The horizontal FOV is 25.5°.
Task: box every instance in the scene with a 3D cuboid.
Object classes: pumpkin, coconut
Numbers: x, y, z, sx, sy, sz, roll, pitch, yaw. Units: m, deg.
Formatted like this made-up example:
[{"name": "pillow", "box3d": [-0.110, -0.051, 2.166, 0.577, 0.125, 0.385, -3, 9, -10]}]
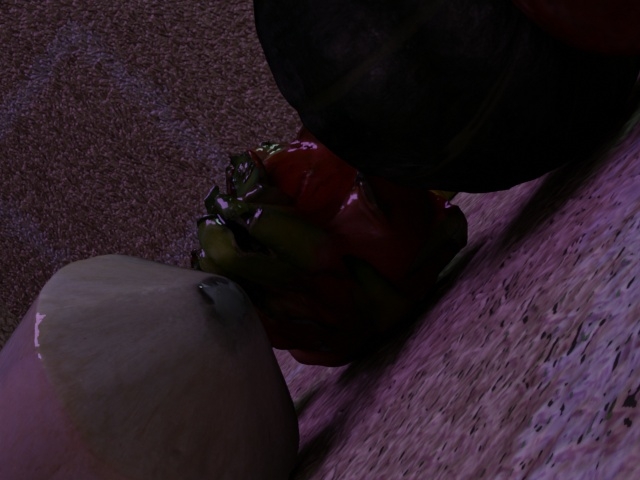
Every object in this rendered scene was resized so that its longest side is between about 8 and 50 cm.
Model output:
[{"name": "pumpkin", "box3d": [0.083, -0.177, 0.976, 0.300, 0.300, 0.207, -47, 12, -34]}, {"name": "coconut", "box3d": [-0.115, 0.110, 0.916, 0.222, 0.202, 0.202, -49, 0, 33]}]

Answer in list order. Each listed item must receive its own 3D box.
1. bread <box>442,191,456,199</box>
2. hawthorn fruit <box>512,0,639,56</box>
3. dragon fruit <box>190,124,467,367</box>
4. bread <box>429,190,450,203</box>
[{"name": "bread", "box3d": [0.126, -0.102, 1.637, 0.129, 0.111, 0.114, -48, -3, 21]}, {"name": "hawthorn fruit", "box3d": [0.212, -0.223, 0.822, 0.230, 0.210, 0.266, -51, -15, 26]}, {"name": "dragon fruit", "box3d": [-0.019, -0.004, 1.061, 0.200, 0.269, 0.198, 11, 90, 45]}, {"name": "bread", "box3d": [0.052, 0.022, 1.342, 0.193, 0.064, 0.193, -40, -1, -1]}]
